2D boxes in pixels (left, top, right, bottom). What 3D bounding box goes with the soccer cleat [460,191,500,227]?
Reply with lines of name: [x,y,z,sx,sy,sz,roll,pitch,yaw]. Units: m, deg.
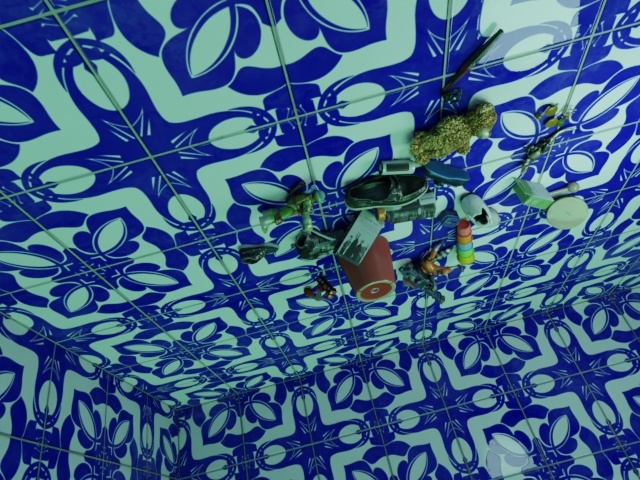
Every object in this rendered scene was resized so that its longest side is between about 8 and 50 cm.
soccer cleat: [0.753,-0.102,2.099,0.116,0.143,0.331,-35,141,27]

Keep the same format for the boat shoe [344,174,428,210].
boat shoe: [0.260,-0.206,1.785,0.340,0.127,0.113,-7,160,5]

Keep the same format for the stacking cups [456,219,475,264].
stacking cups: [0.741,0.007,2.296,0.096,0.096,0.316,-18,145,5]

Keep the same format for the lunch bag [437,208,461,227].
lunch bag: [0.608,-0.099,2.118,0.099,0.065,0.067,6,141,-26]

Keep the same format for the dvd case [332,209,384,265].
dvd case: [0.172,-0.015,2.001,0.179,0.030,0.238,29,92,-46]

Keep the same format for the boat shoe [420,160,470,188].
boat shoe: [0.500,-0.250,1.833,0.258,0.109,0.089,12,141,-30]

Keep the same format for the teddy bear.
teddy bear: [0.483,-0.374,1.647,0.338,0.113,0.245,-16,148,2]

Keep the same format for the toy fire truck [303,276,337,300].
toy fire truck: [-0.003,0.266,2.345,0.047,0.192,0.135,17,106,-39]

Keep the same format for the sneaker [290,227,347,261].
sneaker: [0.000,0.000,2.000,0.269,0.101,0.153,-26,145,17]

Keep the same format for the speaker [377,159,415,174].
speaker: [0.295,-0.284,1.752,0.136,0.055,0.055,-4,144,-15]

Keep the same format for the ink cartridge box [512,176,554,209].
ink cartridge box: [0.944,-0.214,2.043,0.209,0.108,0.062,7,139,-29]

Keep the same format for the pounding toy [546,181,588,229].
pounding toy: [1.192,-0.179,2.216,0.183,0.110,0.236,-18,117,24]

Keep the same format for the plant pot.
plant pot: [0.233,0.144,2.168,0.275,0.243,0.275,-9,145,-7]

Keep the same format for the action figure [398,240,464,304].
action figure: [0.590,0.175,2.413,0.330,0.178,0.341,-31,118,30]

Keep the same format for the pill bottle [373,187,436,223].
pill bottle: [0.351,-0.141,1.907,0.246,0.130,0.130,-11,145,-7]

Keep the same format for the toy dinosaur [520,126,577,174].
toy dinosaur: [0.899,-0.379,1.838,0.118,0.064,0.268,-1,145,-44]

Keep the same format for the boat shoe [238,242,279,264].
boat shoe: [-0.270,0.062,2.004,0.184,0.083,0.065,-4,144,-16]

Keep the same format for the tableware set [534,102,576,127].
tableware set: [0.892,-0.478,1.731,0.154,0.024,0.104,-2,147,-20]

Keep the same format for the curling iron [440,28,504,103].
curling iron: [0.486,-0.554,1.452,0.068,0.035,0.274,34,128,-2]

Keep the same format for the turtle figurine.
turtle figurine: [-0.088,-0.077,1.779,0.267,0.197,0.274,-16,142,8]
